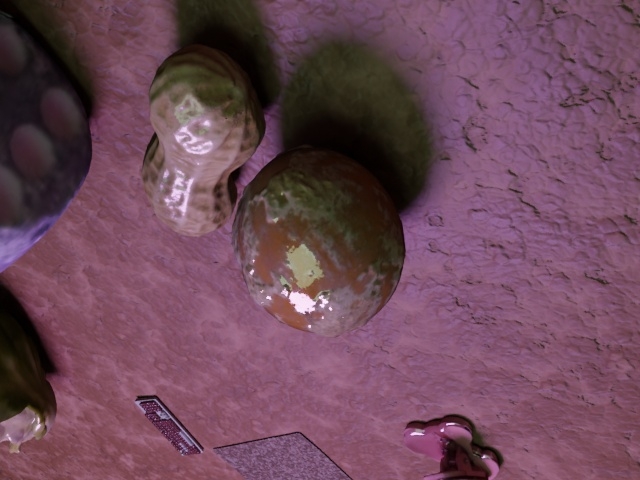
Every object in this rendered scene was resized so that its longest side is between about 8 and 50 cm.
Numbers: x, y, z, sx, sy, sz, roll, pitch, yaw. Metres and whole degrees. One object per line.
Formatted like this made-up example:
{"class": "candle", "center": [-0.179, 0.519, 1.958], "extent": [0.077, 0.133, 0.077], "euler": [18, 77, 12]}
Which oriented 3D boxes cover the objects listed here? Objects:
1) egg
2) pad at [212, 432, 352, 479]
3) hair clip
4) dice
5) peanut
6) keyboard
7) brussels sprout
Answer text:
{"class": "egg", "center": [0.000, 0.000, 1.048], "extent": [0.203, 0.203, 0.245], "euler": [5, 139, 21]}
{"class": "pad", "center": [-0.073, 0.414, 1.667], "extent": [0.235, 0.003, 0.158], "euler": [-21, 123, 39]}
{"class": "hair clip", "center": [0.214, 0.336, 1.433], "extent": [0.138, 0.102, 0.123], "euler": [12, 153, -39]}
{"class": "dice", "center": [-0.465, -0.112, 1.090], "extent": [0.271, 0.270, 0.270], "euler": [-13, 128, 35]}
{"class": "peanut", "center": [-0.140, -0.106, 1.065], "extent": [0.136, 0.120, 0.298], "euler": [7, 144, -11]}
{"class": "keyboard", "center": [-0.283, 0.348, 1.684], "extent": [0.055, 0.017, 0.166], "euler": [-9, 129, 32]}
{"class": "brussels sprout", "center": [-0.618, 0.248, 1.535], "extent": [0.276, 0.315, 0.371], "euler": [-24, 162, 11]}
